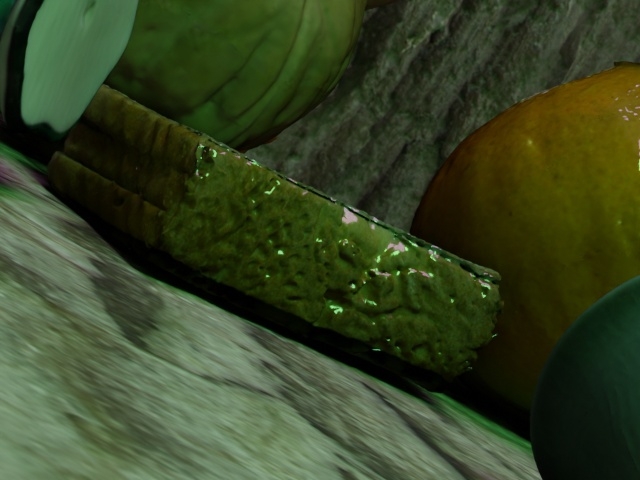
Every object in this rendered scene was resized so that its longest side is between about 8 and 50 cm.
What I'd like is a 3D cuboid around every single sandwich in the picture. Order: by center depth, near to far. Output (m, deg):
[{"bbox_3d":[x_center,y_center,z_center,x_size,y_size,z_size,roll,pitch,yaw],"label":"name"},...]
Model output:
[{"bbox_3d":[-0.040,-0.005,1.345,0.273,0.095,0.249,26,1,-32],"label":"sandwich"}]

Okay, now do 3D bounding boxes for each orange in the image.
[{"bbox_3d":[0.193,0.012,1.457,0.310,0.274,0.274,-20,-29,33],"label":"orange"}]

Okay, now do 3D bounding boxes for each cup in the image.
[{"bbox_3d":[0.222,0.128,1.030,0.199,0.199,0.150,28,21,-17],"label":"cup"}]

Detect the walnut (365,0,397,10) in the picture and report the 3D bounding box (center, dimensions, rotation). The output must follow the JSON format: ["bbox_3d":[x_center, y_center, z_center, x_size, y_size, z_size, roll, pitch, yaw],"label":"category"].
[{"bbox_3d":[0.007,-0.371,1.724,0.381,0.381,0.381,29,4,-2],"label":"walnut"}]

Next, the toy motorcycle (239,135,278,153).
[{"bbox_3d":[-0.144,-0.184,1.814,0.325,0.148,0.221,34,-23,-26],"label":"toy motorcycle"}]

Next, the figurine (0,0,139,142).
[{"bbox_3d":[-0.295,-0.197,1.204,0.340,0.231,0.323,22,28,10],"label":"figurine"}]

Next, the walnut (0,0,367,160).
[{"bbox_3d":[-0.133,-0.190,1.521,0.333,0.333,0.333,29,4,-2],"label":"walnut"}]
